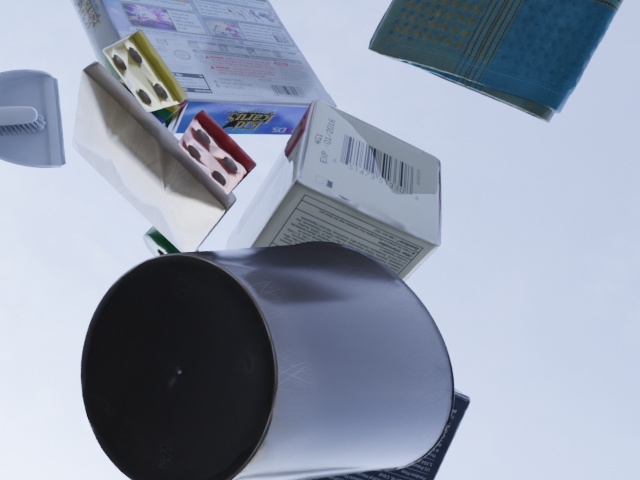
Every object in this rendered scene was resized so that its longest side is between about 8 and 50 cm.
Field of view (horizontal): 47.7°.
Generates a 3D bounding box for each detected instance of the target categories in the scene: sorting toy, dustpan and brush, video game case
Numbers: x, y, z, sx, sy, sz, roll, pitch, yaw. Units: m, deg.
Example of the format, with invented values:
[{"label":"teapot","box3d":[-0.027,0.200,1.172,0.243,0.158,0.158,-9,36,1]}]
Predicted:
[{"label":"sorting toy","box3d":[-0.116,-0.065,0.536,0.132,0.046,0.274,44,-26,-4]},{"label":"dustpan and brush","box3d":[-0.475,-0.171,1.016,0.211,0.060,0.147,-6,-96,-18]},{"label":"video game case","box3d":[-0.145,-0.237,0.893,0.061,0.270,0.244,-49,-121,40]}]

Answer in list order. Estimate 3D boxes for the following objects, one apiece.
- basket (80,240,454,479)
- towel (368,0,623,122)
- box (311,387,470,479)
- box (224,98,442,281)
[{"label":"basket","box3d":[-0.031,0.078,0.480,0.204,0.227,0.154,46,-76,23]},{"label":"towel","box3d":[0.243,-0.342,0.831,0.271,0.040,0.370,33,-82,35]},{"label":"box","box3d":[0.016,0.352,1.183,0.212,0.293,0.395,24,-89,-21]},{"label":"box","box3d":[0.000,0.000,0.738,0.149,0.126,0.232,24,-45,-15]}]
